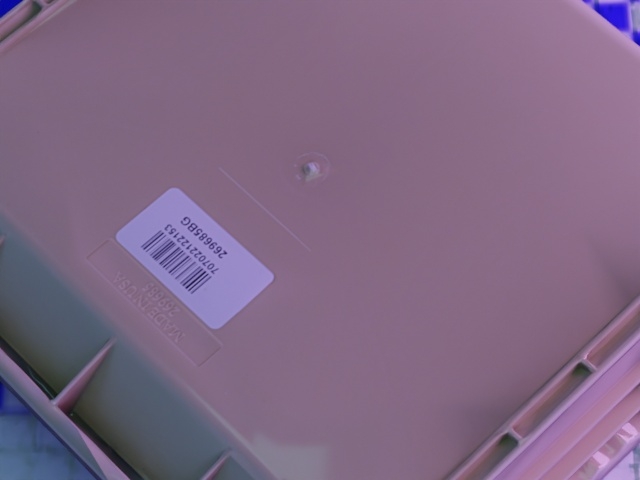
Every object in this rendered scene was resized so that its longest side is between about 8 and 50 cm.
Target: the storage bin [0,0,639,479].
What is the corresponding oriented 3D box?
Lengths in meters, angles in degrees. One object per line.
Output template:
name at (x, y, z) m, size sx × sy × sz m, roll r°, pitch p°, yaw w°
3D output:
storage bin at (0.000, 0.000, 0.763) m, size 0.260 × 0.123 × 0.262 m, roll -41°, pitch 69°, yaw -16°
